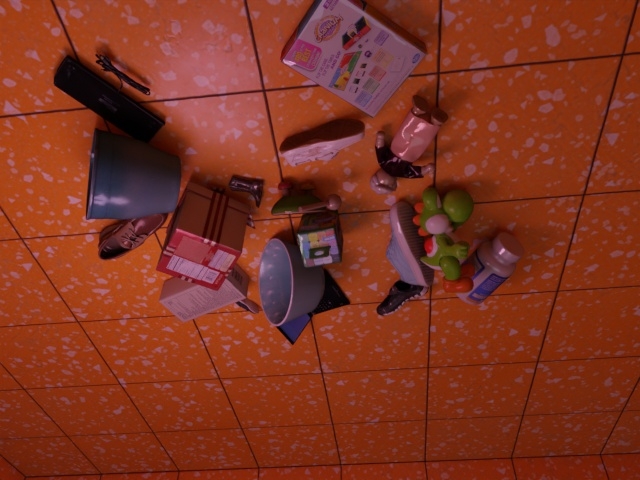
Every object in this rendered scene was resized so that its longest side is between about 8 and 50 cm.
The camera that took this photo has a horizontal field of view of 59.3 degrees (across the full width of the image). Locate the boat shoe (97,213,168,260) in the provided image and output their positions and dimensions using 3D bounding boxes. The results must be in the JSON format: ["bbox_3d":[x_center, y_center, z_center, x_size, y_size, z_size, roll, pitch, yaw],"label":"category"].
[{"bbox_3d":[-0.656,-0.020,1.959,0.324,0.117,0.123,-31,127,27],"label":"boat shoe"}]

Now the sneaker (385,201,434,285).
[{"bbox_3d":[0.283,0.025,1.984,0.150,0.135,0.366,-2,127,33],"label":"sneaker"}]

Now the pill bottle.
[{"bbox_3d":[0.605,0.099,2.032,0.152,0.152,0.272,20,131,-18],"label":"pill bottle"}]

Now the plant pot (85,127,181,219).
[{"bbox_3d":[-0.567,-0.184,1.712,0.255,0.272,0.272,6,136,-25],"label":"plant pot"}]

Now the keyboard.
[{"bbox_3d":[-0.592,-0.423,1.624,0.317,0.033,0.201,34,132,-29],"label":"keyboard"}]

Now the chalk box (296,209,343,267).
[{"bbox_3d":[0.000,0.000,1.882,0.132,0.213,0.132,-9,113,8],"label":"chalk box"}]

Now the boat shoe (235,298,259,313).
[{"bbox_3d":[-0.303,0.262,2.280,0.038,0.046,0.125,-35,122,30],"label":"boat shoe"}]

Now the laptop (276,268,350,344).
[{"bbox_3d":[-0.047,0.265,2.216,0.264,0.137,0.234,-19,132,19],"label":"laptop"}]

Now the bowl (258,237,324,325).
[{"bbox_3d":[-0.094,0.147,2.022,0.163,0.312,0.312,1,138,-26],"label":"bowl"}]

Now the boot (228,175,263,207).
[{"bbox_3d":[-0.251,-0.161,1.870,0.114,0.037,0.107,5,121,-9],"label":"boot"}]

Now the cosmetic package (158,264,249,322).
[{"bbox_3d":[-0.446,0.189,2.165,0.309,0.113,0.160,-21,130,21],"label":"cosmetic package"}]

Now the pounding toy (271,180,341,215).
[{"bbox_3d":[-0.060,-0.143,1.826,0.182,0.110,0.236,-6,-178,-35],"label":"pounding toy"}]

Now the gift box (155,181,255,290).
[{"bbox_3d":[-0.371,-0.009,1.867,0.276,0.258,0.255,25,130,-23],"label":"gift box"}]

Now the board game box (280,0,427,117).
[{"bbox_3d":[0.088,-0.505,1.508,0.316,0.064,0.242,26,129,-23],"label":"board game box"}]

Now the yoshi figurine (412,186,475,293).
[{"bbox_3d":[0.453,-0.018,1.876,0.202,0.203,0.363,-29,109,-24],"label":"yoshi figurine"}]

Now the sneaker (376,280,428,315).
[{"bbox_3d":[0.300,0.211,2.203,0.234,0.078,0.106,-34,122,25],"label":"sneaker"}]

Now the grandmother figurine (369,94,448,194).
[{"bbox_3d":[0.257,-0.265,1.726,0.207,0.104,0.342,37,133,4],"label":"grandmother figurine"}]

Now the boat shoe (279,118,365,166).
[{"bbox_3d":[0.016,-0.289,1.705,0.276,0.098,0.096,-10,135,24],"label":"boat shoe"}]
